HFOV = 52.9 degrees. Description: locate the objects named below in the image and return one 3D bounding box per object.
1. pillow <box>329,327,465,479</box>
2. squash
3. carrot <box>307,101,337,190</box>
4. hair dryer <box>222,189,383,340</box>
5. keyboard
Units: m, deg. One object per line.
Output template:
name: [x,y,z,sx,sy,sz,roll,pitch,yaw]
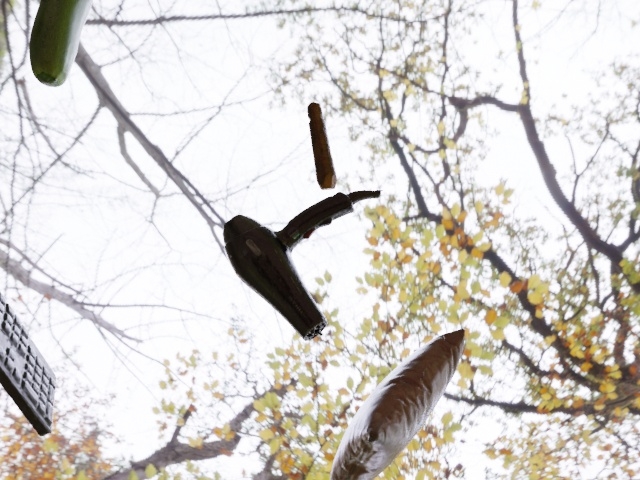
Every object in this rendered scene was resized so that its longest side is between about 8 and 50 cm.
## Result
pillow: [0.101,0.244,0.902,0.084,0.223,0.236,36,-130,12]
squash: [-0.461,-0.389,1.142,0.082,0.082,0.293,-3,-121,8]
carrot: [0.001,-0.181,1.238,0.042,0.042,0.171,-10,-95,4]
hair dryer: [0.000,0.000,1.000,0.271,0.091,0.235,-38,-114,-7]
keyboard: [-0.311,0.035,0.559,0.018,0.310,0.101,-24,-151,-8]
